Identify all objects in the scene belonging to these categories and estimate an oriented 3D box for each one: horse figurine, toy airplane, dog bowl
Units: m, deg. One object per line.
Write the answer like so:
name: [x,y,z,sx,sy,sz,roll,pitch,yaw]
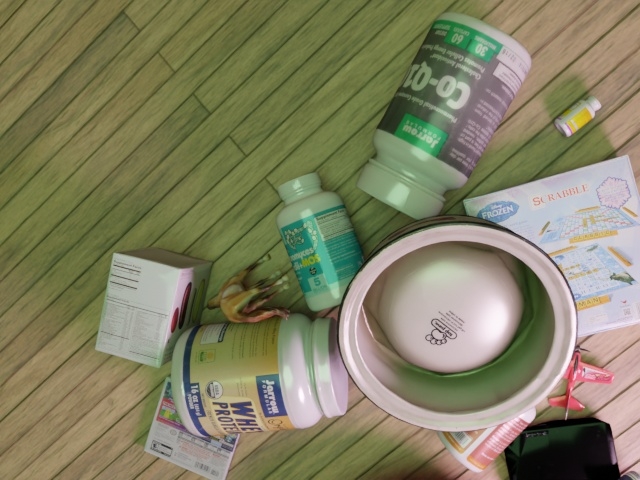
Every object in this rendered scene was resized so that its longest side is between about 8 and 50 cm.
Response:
horse figurine: [-0.148,0.111,1.288,0.174,0.263,0.066,-32,112,-8]
toy airplane: [0.506,0.284,1.270,0.151,0.028,0.151,1,93,12]
dog bowl: [0.237,0.134,1.148,0.407,0.150,0.408,2,112,5]

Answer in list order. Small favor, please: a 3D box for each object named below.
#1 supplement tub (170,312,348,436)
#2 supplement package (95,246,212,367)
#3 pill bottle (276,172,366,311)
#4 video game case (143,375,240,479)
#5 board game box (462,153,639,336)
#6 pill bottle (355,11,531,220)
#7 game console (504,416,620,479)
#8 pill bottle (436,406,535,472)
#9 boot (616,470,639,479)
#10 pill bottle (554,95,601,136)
supplement tub: [-0.115,0.269,1.282,0.316,0.228,0.229,-9,91,11]
supplement package: [-0.344,0.132,1.335,0.149,0.194,0.203,13,95,9]
pill bottle: [0.000,0.000,1.291,0.146,0.146,0.264,-22,88,11]
video game case: [-0.281,0.424,1.424,0.201,0.023,0.184,19,96,10]
board game box: [0.476,0.029,1.245,0.318,0.066,0.318,-15,90,11]
pill bottle: [0.226,-0.223,1.210,0.204,0.204,0.361,29,97,8]
game console: [0.503,0.541,1.274,0.213,0.044,0.362,-11,91,11]
pill bottle: [0.343,0.342,1.255,0.121,0.121,0.216,43,98,6]
boot: [0.599,0.544,1.224,0.086,0.069,0.190,-23,98,-12]
pill bottle: [0.504,-0.244,1.239,0.083,0.043,0.043,-39,85,10]
